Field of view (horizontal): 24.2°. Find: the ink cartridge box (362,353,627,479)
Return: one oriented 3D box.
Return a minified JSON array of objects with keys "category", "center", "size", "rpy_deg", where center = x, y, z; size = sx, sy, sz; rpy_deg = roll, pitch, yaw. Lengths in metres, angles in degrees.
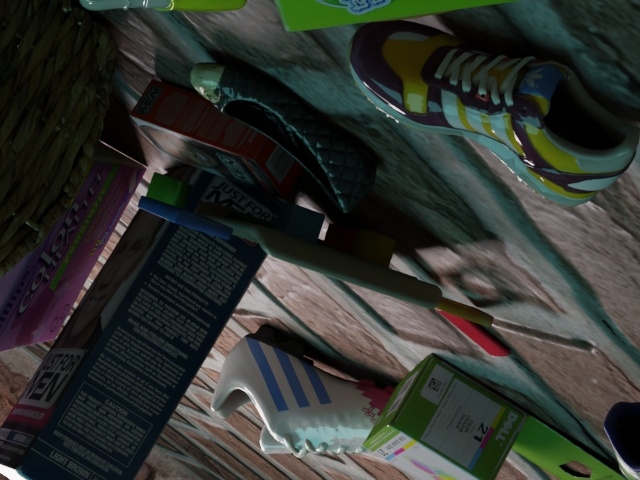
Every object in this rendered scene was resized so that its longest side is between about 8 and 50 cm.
[{"category":"ink cartridge box","center":[0.192,0.247,1.685],"size":[0.255,0.097,0.189],"rpy_deg":[32,164,2]}]

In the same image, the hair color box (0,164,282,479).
[{"category":"hair color box","center":[-0.181,0.094,1.450],"size":[0.105,0.347,0.174],"rpy_deg":[36,163,-17]}]

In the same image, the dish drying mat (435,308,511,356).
[{"category":"dish drying mat","center":[0.149,0.087,1.451],"size":[0.083,0.008,0.032],"rpy_deg":[39,161,-23]}]

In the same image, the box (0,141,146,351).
[{"category":"box","center":[-0.297,-0.012,1.472],"size":[0.117,0.214,0.243],"rpy_deg":[29,-177,7]}]

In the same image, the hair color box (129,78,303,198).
[{"category":"hair color box","center":[-0.090,-0.089,1.295],"size":[0.141,0.043,0.072],"rpy_deg":[21,162,32]}]

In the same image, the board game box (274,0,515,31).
[{"category":"board game box","center":[0.064,-0.200,0.435],"size":[0.233,0.078,0.347],"rpy_deg":[-7,154,10]}]

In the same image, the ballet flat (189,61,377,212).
[{"category":"ballet flat","center":[-0.031,-0.086,1.186],"size":[0.173,0.049,0.057],"rpy_deg":[33,163,-5]}]

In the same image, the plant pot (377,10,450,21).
[{"category":"plant pot","center":[0.062,-0.162,0.695],"size":[0.095,0.134,0.134],"rpy_deg":[8,167,-10]}]

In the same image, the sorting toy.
[{"category":"sorting toy","center":[0.000,0.000,1.329],"size":[0.347,0.047,0.196],"rpy_deg":[19,-178,-23]}]

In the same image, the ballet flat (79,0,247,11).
[{"category":"ballet flat","center":[-0.162,-0.205,1.022],"size":[0.231,0.077,0.077],"rpy_deg":[33,163,-8]}]

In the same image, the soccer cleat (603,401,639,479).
[{"category":"soccer cleat","center":[0.346,0.186,1.241],"size":[0.121,0.093,0.289],"rpy_deg":[45,160,-20]}]

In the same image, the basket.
[{"category":"basket","center":[-0.327,-0.083,1.286],"size":[0.213,0.299,0.223],"rpy_deg":[36,161,-21]}]

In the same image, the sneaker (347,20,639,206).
[{"category":"sneaker","center":[0.108,-0.093,0.909],"size":[0.185,0.070,0.084],"rpy_deg":[26,155,-4]}]

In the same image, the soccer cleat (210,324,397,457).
[{"category":"soccer cleat","center":[0.010,0.230,1.876],"size":[0.331,0.143,0.116],"rpy_deg":[22,162,28]}]
